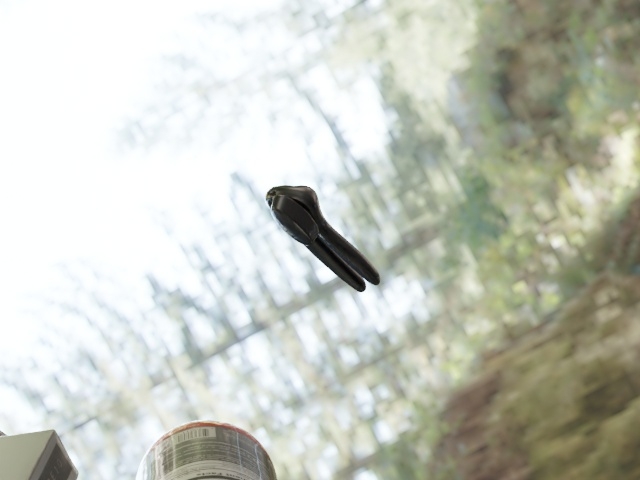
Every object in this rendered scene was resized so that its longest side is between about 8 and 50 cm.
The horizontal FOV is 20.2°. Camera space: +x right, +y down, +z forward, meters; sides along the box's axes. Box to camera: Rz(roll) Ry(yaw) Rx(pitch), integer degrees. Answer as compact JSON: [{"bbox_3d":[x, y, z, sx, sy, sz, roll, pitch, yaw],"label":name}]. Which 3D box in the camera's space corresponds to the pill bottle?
[{"bbox_3d":[-0.151,0.401,2.465,0.210,0.210,0.363,59,-177,-15],"label":"pill bottle"}]

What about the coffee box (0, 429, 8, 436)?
[{"bbox_3d":[-0.320,0.351,2.020,0.297,0.119,0.168,39,-162,-15],"label":"coffee box"}]

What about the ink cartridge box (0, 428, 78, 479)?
[{"bbox_3d":[-0.347,0.274,1.437,0.275,0.239,0.060,-69,-38,-50],"label":"ink cartridge box"}]

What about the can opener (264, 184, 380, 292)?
[{"bbox_3d":[0.000,0.000,2.174,0.186,0.059,0.073,45,-129,-29],"label":"can opener"}]
